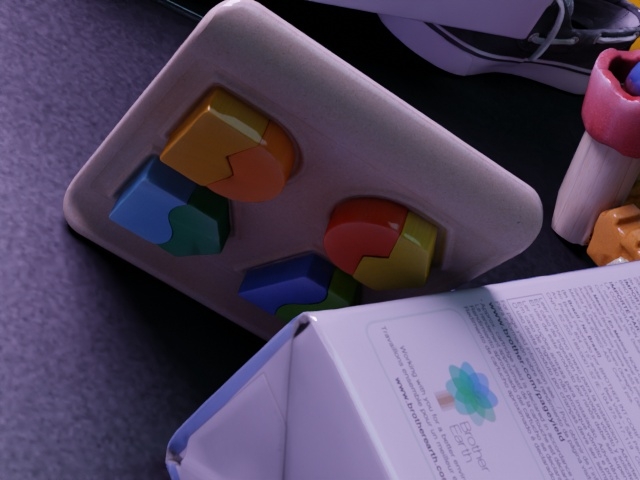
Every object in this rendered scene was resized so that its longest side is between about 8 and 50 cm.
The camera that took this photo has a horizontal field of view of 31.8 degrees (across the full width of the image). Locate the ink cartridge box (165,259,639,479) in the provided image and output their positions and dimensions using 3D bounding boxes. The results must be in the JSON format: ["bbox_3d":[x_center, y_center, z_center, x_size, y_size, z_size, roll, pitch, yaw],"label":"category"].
[{"bbox_3d":[0.148,0.165,0.629,0.395,0.151,0.270,-7,63,-43],"label":"ink cartridge box"}]

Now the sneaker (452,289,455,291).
[{"bbox_3d":[0.000,0.000,0.695,0.236,0.095,0.104,15,55,-33],"label":"sneaker"}]

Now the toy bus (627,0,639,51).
[{"bbox_3d":[0.347,-0.296,1.203,0.130,0.108,0.332,-10,64,-47],"label":"toy bus"}]

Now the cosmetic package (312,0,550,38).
[{"bbox_3d":[-0.011,-0.317,0.892,0.377,0.097,0.284,5,50,-22],"label":"cosmetic package"}]

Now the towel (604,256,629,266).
[{"bbox_3d":[0.239,0.086,0.825,0.027,0.110,0.148,-32,79,-16],"label":"towel"}]

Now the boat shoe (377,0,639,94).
[{"bbox_3d":[0.183,-0.208,1.020,0.306,0.105,0.113,10,51,-36],"label":"boat shoe"}]

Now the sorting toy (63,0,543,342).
[{"bbox_3d":[-0.021,-0.010,0.588,0.193,0.208,0.038,32,51,-17],"label":"sorting toy"}]

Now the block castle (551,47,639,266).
[{"bbox_3d":[0.418,0.015,0.821,0.303,0.212,0.453,-10,46,-27],"label":"block castle"}]
